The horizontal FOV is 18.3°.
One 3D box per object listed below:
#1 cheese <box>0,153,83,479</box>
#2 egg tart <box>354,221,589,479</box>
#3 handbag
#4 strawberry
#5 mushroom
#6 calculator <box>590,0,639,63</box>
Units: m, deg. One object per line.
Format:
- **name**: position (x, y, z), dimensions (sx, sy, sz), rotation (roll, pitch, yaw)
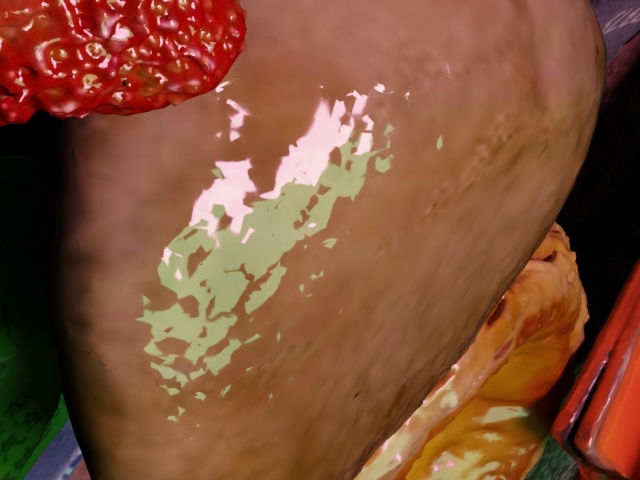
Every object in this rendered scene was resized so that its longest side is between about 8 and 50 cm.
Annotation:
- **cheese**: position (-0.148, 0.069, 0.748), dimensions (0.204, 0.083, 0.320), rotation (-54, 164, -8)
- **egg tart**: position (0.022, 0.107, 1.049), dimensions (0.319, 0.128, 0.319), rotation (-45, 156, -26)
- **handbag**: position (0.255, 0.060, 1.266), dimensions (0.303, 0.116, 0.410), rotation (-65, 165, -11)
- **strawberry**: position (-0.097, -0.094, 0.553), dimensions (0.148, 0.131, 0.131), rotation (28, 101, -39)
- **mushroom**: position (0.001, 0.004, 0.729), dimensions (0.212, 0.217, 0.292), rotation (5, 146, -9)
- **calculator**: position (0.097, -0.077, 0.945), dimensions (0.166, 0.028, 0.274), rotation (-26, 165, -48)
